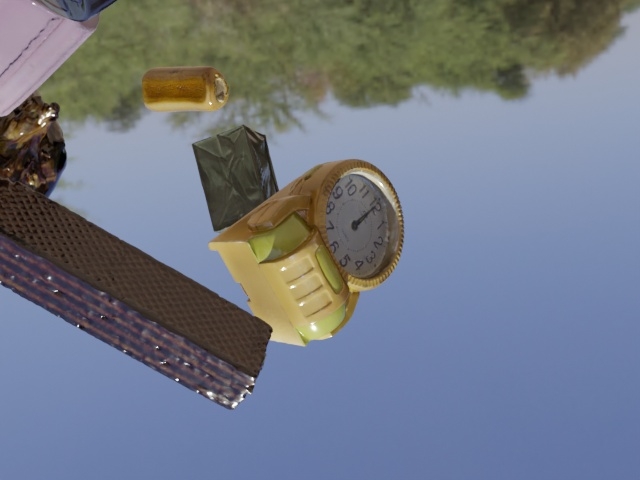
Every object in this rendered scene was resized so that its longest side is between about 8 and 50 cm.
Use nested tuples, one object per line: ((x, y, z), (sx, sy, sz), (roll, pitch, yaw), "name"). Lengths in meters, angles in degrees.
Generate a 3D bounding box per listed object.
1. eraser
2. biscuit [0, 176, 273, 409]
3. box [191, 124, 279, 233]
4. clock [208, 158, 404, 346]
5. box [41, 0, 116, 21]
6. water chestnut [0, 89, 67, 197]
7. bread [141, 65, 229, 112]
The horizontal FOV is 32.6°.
((-0.592, -0.387, 1.952), (0.272, 0.122, 0.359), (27, 144, -30), "eraser")
((-0.240, 0.060, 1.286), (0.388, 0.073, 0.107), (31, -149, -9), "biscuit")
((-0.198, -0.140, 2.662), (0.155, 0.231, 0.149), (-16, 171, 15), "box")
((0.000, 0.000, 1.870), (0.200, 0.244, 0.317), (0, -145, 45), "clock")
((-0.289, -0.443, 1.354), (0.216, 0.301, 0.301), (-35, -161, -17), "box")
((-0.647, -0.195, 2.224), (0.347, 0.335, 0.335), (-14, -172, 26), "water chestnut")
((-0.270, -0.303, 2.205), (0.074, 0.092, 0.239), (-9, -169, -41), "bread")
